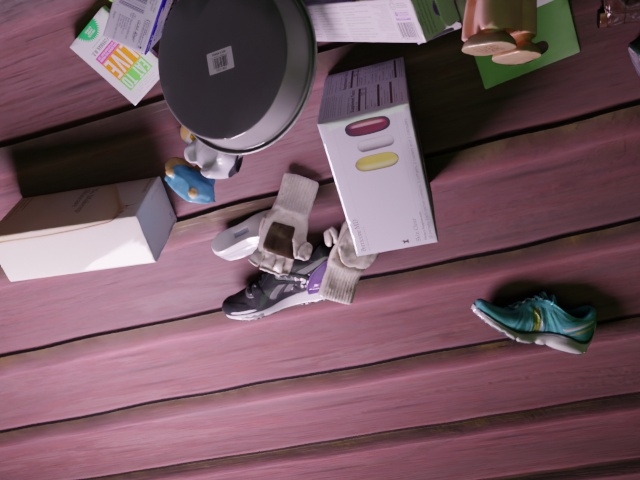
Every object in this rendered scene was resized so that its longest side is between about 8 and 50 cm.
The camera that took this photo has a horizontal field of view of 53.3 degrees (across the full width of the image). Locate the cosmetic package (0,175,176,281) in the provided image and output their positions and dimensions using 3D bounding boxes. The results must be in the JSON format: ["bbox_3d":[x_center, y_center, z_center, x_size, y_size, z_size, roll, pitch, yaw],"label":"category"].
[{"bbox_3d":[-0.462,-0.023,1.255,0.310,0.160,0.113,-9,123,9],"label":"cosmetic package"}]

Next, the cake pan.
[{"bbox_3d":[-0.143,-0.283,1.005,0.293,0.054,0.293,3,96,29],"label":"cake pan"}]

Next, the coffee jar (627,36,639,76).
[{"bbox_3d":[0.598,-0.319,1.012,0.184,0.079,0.096,-30,118,22],"label":"coffee jar"}]

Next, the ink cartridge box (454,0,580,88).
[{"bbox_3d":[0.312,-0.368,1.019,0.171,0.056,0.235,-19,119,16],"label":"ink cartridge box"}]

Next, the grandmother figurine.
[{"bbox_3d":[0.249,-0.429,0.872,0.104,0.208,0.342,4,92,42],"label":"grandmother figurine"}]

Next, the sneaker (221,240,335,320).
[{"bbox_3d":[-0.085,0.075,1.342,0.284,0.107,0.124,-17,108,10],"label":"sneaker"}]

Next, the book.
[{"bbox_3d":[-0.349,-0.323,1.119,0.096,0.035,0.144,-40,112,23],"label":"book"}]

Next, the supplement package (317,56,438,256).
[{"bbox_3d":[0.103,-0.143,1.098,0.145,0.204,0.261,-11,123,13],"label":"supplement package"}]

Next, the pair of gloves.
[{"bbox_3d":[0.000,0.000,1.247,0.240,0.042,0.204,25,91,-13],"label":"pair of gloves"}]

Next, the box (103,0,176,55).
[{"bbox_3d":[-0.273,-0.381,1.005,0.072,0.137,0.126,23,123,-13],"label":"box"}]

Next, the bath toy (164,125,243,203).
[{"bbox_3d":[-0.142,-0.224,1.113,0.151,0.129,0.348,49,116,17],"label":"bath toy"}]

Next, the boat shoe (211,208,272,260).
[{"bbox_3d":[-0.129,-0.005,1.302,0.184,0.066,0.063,-27,147,9],"label":"boat shoe"}]

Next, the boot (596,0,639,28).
[{"bbox_3d":[0.498,-0.387,0.998,0.114,0.037,0.106,-4,137,11],"label":"boot"}]

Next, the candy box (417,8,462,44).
[{"bbox_3d":[0.136,-0.411,0.934,0.070,0.164,0.196,-19,121,15],"label":"candy box"}]

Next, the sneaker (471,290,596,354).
[{"bbox_3d":[0.453,0.157,1.357,0.276,0.107,0.109,12,105,-9],"label":"sneaker"}]

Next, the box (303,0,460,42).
[{"bbox_3d":[0.065,-0.328,0.919,0.063,0.324,0.067,-36,119,-16],"label":"box"}]
